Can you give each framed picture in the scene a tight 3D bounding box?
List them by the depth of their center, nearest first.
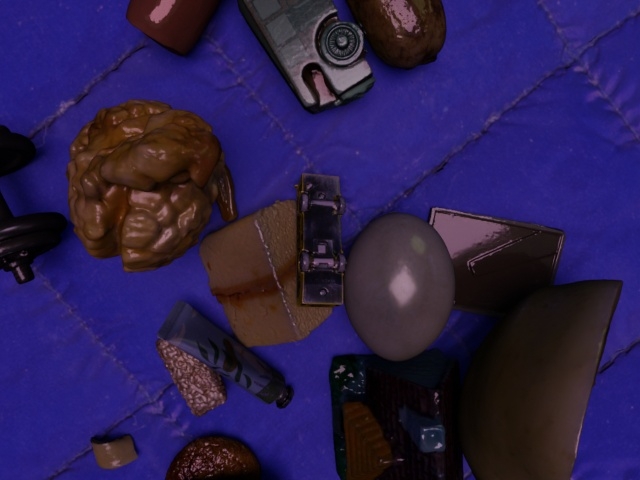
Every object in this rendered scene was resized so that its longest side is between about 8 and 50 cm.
[{"bbox_3d":[0.312,0.049,0.851,0.260,0.023,0.189,10,95,-2],"label":"framed picture"}]

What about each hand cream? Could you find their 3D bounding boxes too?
[{"bbox_3d":[-0.160,0.212,0.810,0.271,0.091,0.058,41,124,-17],"label":"hand cream"}]

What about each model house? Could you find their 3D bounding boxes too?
[{"bbox_3d":[0.136,0.348,0.759,0.230,0.249,0.280,-5,95,0],"label":"model house"}]

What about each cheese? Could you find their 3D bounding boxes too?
[{"bbox_3d":[-0.388,0.395,0.853,0.084,0.041,0.060,-9,93,1],"label":"cheese"}]

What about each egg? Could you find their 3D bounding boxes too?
[{"bbox_3d":[0.129,0.077,0.767,0.186,0.186,0.253,1,91,-1],"label":"egg"}]

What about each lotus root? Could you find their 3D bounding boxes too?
[{"bbox_3d":[0.117,-0.411,0.759,0.145,0.128,0.260,-29,100,-17],"label":"lotus root"}]

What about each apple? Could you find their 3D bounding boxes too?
[{"bbox_3d":[0.377,0.248,0.719,0.312,0.320,0.360,40,58,-6],"label":"apple"}]

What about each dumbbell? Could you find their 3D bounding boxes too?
[{"bbox_3d":[-0.538,-0.064,0.740,0.192,0.192,0.290,-23,94,1],"label":"dumbbell"}]

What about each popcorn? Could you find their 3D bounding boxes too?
[{"bbox_3d":[-0.258,-0.084,0.679,0.225,0.332,0.265,24,77,-28],"label":"popcorn"}]

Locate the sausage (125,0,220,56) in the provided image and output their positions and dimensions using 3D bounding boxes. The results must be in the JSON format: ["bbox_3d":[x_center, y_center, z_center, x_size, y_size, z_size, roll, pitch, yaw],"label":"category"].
[{"bbox_3d":[-0.203,-0.461,0.751,0.121,0.121,0.304,30,93,-3],"label":"sausage"}]

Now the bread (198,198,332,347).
[{"bbox_3d":[-0.106,0.063,0.842,0.178,0.135,0.240,-17,97,34],"label":"bread"}]

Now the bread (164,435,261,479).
[{"bbox_3d":[-0.201,0.459,0.853,0.193,0.064,0.193,0,95,-6],"label":"bread"}]

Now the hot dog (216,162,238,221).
[{"bbox_3d":[-0.177,-0.101,0.826,0.044,0.028,0.137,-16,93,26],"label":"hot dog"}]

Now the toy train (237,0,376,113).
[{"bbox_3d":[-0.034,-0.367,0.761,0.159,0.129,0.326,-30,95,7],"label":"toy train"}]

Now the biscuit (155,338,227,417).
[{"bbox_3d":[-0.230,0.231,0.831,0.082,0.070,0.168,-28,93,-9],"label":"biscuit"}]

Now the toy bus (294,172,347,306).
[{"bbox_3d":[0.000,0.000,0.772,0.081,0.074,0.226,1,72,-12],"label":"toy bus"}]
